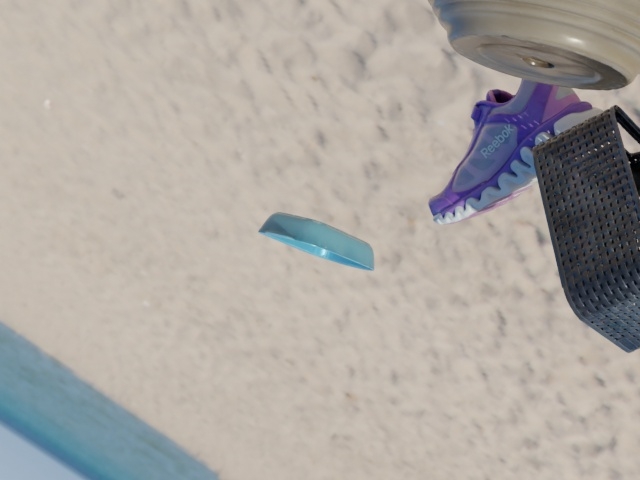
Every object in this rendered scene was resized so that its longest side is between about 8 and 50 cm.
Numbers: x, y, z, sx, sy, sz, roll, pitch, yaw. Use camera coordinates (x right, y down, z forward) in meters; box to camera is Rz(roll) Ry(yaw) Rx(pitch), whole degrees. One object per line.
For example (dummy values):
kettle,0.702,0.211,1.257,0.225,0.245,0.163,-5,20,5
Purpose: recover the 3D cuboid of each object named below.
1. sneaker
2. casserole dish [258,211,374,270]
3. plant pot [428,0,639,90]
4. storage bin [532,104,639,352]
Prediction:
sneaker,0.191,-0.102,1.155,0.236,0.095,0.104,-41,77,44
casserole dish,0.000,0.000,1.468,0.114,0.037,0.188,13,174,38
plant pot,0.152,-0.163,0.688,0.237,0.110,0.237,14,180,0
storage bin,0.260,-0.009,0.939,0.084,0.180,0.122,-27,140,31
